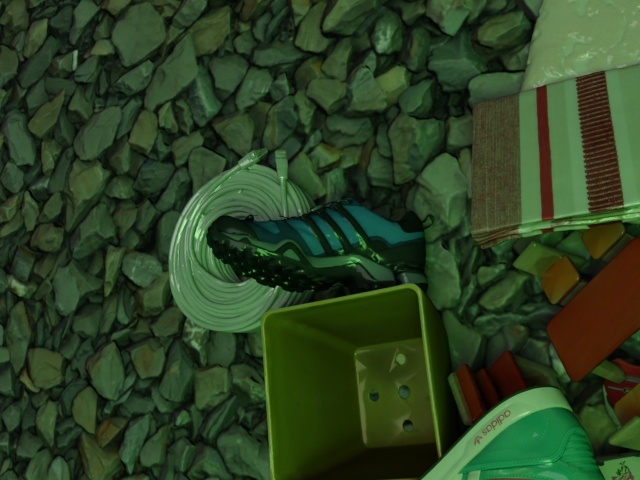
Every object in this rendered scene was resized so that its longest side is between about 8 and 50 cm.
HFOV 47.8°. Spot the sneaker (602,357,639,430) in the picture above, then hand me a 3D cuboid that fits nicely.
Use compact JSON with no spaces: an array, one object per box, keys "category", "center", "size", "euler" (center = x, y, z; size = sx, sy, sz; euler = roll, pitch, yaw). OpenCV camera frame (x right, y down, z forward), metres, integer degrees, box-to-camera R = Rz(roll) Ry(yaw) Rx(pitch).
[{"category":"sneaker","center":[0.437,0.131,0.761],"size":[0.279,0.107,0.118],"euler":[-20,64,23]}]

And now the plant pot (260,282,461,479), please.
[{"category":"plant pot","center":[0.070,0.186,0.899],"size":[0.212,0.187,0.212],"euler":[-13,73,26]}]

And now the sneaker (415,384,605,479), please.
[{"category":"sneaker","center":[0.174,0.299,0.689],"size":[0.296,0.123,0.178],"euler":[-60,35,30]}]

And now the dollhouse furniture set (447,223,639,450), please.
[{"category":"dollhouse furniture set","center":[0.272,0.111,0.778],"size":[0.259,0.135,0.262],"euler":[-56,29,31]}]

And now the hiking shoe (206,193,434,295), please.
[{"category":"hiking shoe","center":[0.000,0.000,0.975],"size":[0.304,0.113,0.132],"euler":[13,68,-13]}]

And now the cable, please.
[{"category":"cable","center":[-0.115,0.014,1.100],"size":[0.257,0.089,0.257],"euler":[-24,69,23]}]

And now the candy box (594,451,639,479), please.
[{"category":"candy box","center":[0.300,0.326,0.747],"size":[0.070,0.164,0.196],"euler":[-26,64,49]}]

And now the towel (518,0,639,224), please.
[{"category":"towel","center":[0.398,-0.183,0.884],"size":[0.316,0.053,0.332],"euler":[14,84,31]}]

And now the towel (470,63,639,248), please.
[{"category":"towel","center":[0.330,-0.111,0.804],"size":[0.328,0.037,0.237],"euler":[-10,46,25]}]
